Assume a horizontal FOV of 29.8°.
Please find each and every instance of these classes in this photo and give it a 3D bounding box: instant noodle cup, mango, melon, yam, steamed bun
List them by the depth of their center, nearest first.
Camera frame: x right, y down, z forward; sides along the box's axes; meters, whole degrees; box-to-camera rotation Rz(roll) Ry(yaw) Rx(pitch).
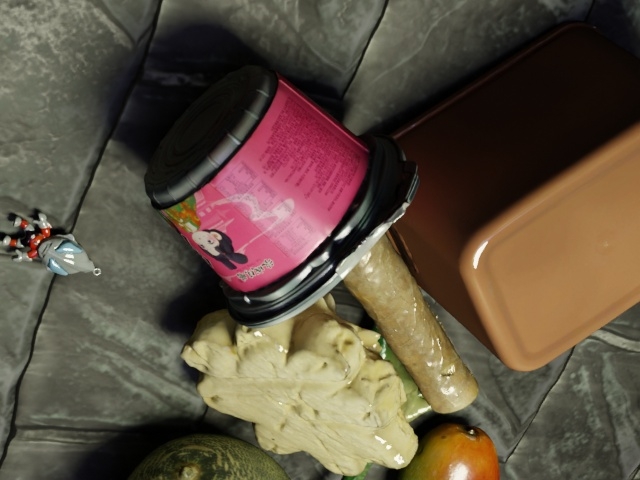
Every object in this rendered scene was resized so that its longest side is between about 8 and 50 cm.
[{"bbox_3d":[-0.063,-0.063,1.247,0.302,0.258,0.181,-30,119,36],"label":"instant noodle cup"},{"bbox_3d":[0.091,0.080,1.425,0.081,0.081,0.357,-33,120,2],"label":"yam"},{"bbox_3d":[-0.010,0.160,1.437,0.295,0.137,0.292,21,144,7],"label":"steamed bun"},{"bbox_3d":[-0.134,0.387,1.513,0.248,0.249,0.329,-19,135,-9],"label":"melon"},{"bbox_3d":[0.170,0.379,1.711,0.146,0.129,0.289,-8,134,-19],"label":"mango"}]

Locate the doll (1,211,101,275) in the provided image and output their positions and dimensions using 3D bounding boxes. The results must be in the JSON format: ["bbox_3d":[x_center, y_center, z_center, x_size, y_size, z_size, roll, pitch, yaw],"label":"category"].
[{"bbox_3d":[-0.290,0.011,1.319,0.114,0.039,0.057,28,75,-23],"label":"doll"}]

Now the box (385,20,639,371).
[{"bbox_3d":[0.262,-0.050,1.364,0.339,0.229,0.239,-33,127,-6],"label":"box"}]

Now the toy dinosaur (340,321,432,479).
[{"bbox_3d":[0.039,0.226,1.572,0.300,0.087,0.447,-27,125,-5],"label":"toy dinosaur"}]
